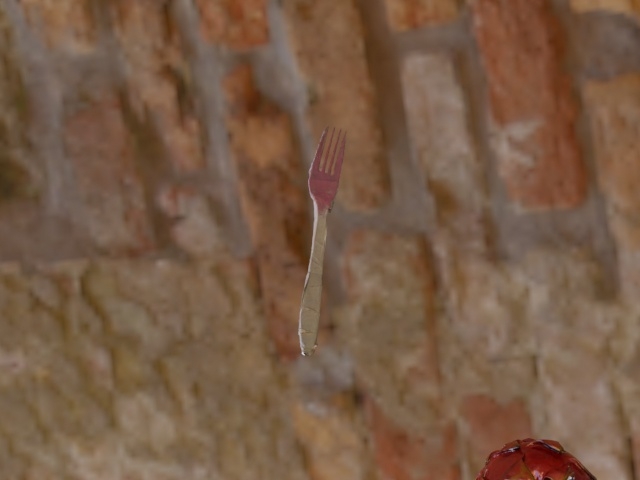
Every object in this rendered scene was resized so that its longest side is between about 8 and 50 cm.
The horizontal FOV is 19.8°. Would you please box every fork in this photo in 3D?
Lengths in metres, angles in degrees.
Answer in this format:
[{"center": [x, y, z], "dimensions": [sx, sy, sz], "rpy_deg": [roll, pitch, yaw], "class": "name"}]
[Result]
[{"center": [-0.001, 0.000, 0.849], "dimensions": [0.012, 0.016, 0.115], "rpy_deg": [122, 156, -64], "class": "fork"}]

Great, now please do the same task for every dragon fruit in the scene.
[{"center": [0.176, 0.205, 1.395], "dimensions": [0.190, 0.094, 0.094], "rpy_deg": [-160, 61, -77], "class": "dragon fruit"}]
